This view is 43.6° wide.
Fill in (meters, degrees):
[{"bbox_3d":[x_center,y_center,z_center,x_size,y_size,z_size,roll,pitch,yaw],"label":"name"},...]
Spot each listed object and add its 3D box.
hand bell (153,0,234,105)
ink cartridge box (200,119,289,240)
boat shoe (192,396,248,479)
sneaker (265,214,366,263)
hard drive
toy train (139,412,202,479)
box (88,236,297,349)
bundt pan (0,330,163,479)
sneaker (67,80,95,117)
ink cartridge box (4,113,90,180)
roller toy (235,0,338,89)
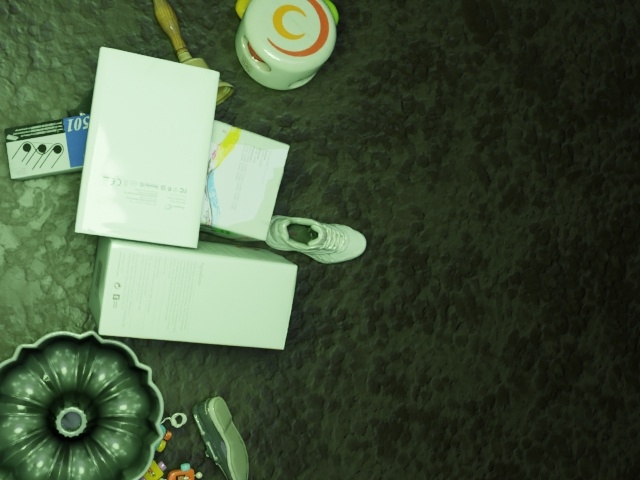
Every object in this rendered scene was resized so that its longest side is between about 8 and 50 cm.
[{"bbox_3d":[-0.282,-0.385,1.607,0.126,0.126,0.241,-25,86,-20],"label":"hand bell"},{"bbox_3d":[-0.233,-0.124,1.556,0.270,0.198,0.197,16,83,-20],"label":"ink cartridge box"},{"bbox_3d":[-0.205,0.418,1.644,0.065,0.075,0.206,-13,103,21],"label":"boat shoe"},{"bbox_3d":[0.000,0.000,1.690,0.232,0.115,0.090,7,87,-22],"label":"sneaker"},{"bbox_3d":[-0.301,-0.158,1.400,0.210,0.040,0.318,8,86,-21],"label":"hard drive"},{"bbox_3d":[-0.309,0.427,1.600,0.125,0.046,0.166,-9,95,-23],"label":"toy train"},{"bbox_3d":[-0.248,0.090,1.527,0.346,0.215,0.168,8,95,-21],"label":"box"},{"bbox_3d":[-0.460,0.329,1.485,0.331,0.124,0.330,1,85,-15],"label":"bundt pan"},{"bbox_3d":[-0.459,-0.219,1.548,0.089,0.051,0.170,41,80,-6],"label":"sneaker"},{"bbox_3d":[-0.477,-0.176,1.494,0.207,0.046,0.097,-9,87,3],"label":"ink cartridge box"},{"bbox_3d":[-0.077,-0.416,1.651,0.210,0.146,0.191,10,76,-16],"label":"roller toy"}]
